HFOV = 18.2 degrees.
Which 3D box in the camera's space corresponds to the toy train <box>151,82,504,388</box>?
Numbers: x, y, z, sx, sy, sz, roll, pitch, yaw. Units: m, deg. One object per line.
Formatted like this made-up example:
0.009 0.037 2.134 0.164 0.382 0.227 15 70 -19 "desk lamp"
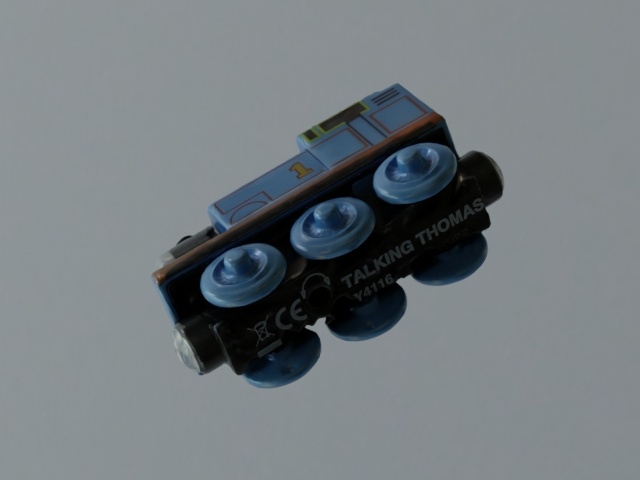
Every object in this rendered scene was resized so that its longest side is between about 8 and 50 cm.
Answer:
0.000 0.000 0.985 0.184 0.080 0.105 -31 -145 -11 "toy train"
